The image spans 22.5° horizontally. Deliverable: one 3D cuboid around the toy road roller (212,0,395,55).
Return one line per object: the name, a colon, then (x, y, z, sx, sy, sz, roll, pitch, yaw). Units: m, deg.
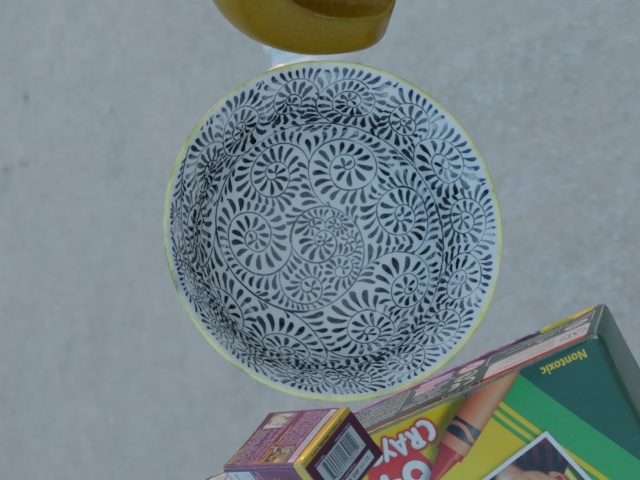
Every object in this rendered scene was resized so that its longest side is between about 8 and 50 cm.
toy road roller: (-0.052, -0.208, 0.834, 0.240, 0.329, 0.202, 106, 154, -58)

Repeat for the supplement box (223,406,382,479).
supplement box: (-0.012, 0.138, 1.007, 0.083, 0.055, 0.043, -11, 121, 51)

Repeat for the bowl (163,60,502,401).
bowl: (0.000, 0.000, 0.820, 0.080, 0.170, 0.170, 143, 120, -75)

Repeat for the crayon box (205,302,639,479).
crayon box: (0.122, 0.266, 1.233, 0.363, 0.106, 0.313, -26, 95, 18)

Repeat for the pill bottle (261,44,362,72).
pill bottle: (0.002, -0.127, 1.574, 0.103, 0.103, 0.184, -18, 89, 53)
